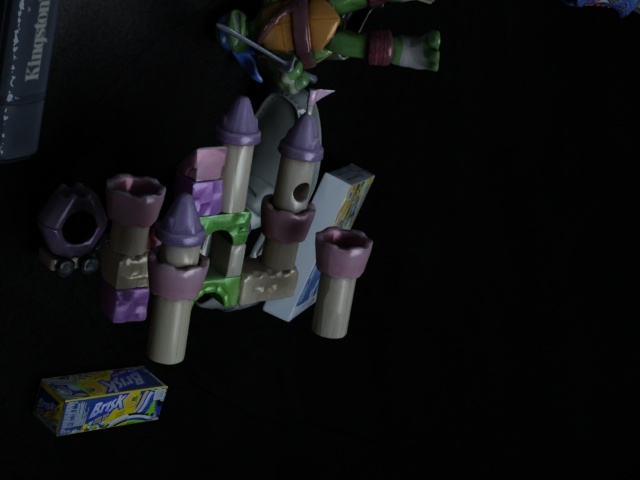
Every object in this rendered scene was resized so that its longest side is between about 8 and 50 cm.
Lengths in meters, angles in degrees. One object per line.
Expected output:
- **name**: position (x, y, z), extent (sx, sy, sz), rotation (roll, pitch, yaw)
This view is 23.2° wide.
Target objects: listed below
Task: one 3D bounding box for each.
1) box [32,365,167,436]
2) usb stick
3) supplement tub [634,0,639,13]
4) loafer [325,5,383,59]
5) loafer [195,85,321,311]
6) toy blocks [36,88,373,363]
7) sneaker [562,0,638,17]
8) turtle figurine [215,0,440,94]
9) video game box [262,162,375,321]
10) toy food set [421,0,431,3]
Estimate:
- **box**: position (-0.283, 0.205, 2.011), extent (0.169, 0.059, 0.054), rotation (-3, 119, -46)
- **usb stick**: position (-0.321, -0.214, 1.681), extent (0.077, 0.045, 0.278), rotation (-10, 123, -43)
- **supplement tub**: position (0.569, -0.431, 2.412), extent (0.144, 0.144, 0.199), rotation (18, 102, -52)
- **loafer**: position (0.058, -0.334, 1.972), extent (0.094, 0.087, 0.251), rotation (15, 105, -51)
- **loafer**: position (-0.085, -0.049, 2.003), extent (0.111, 0.112, 0.319), rotation (-14, 127, -52)
- **toy blocks**: position (-0.130, -0.050, 1.777), extent (0.289, 0.309, 0.260), rotation (-7, 117, -35)
- **sneaker**: position (0.398, -0.385, 2.328), extent (0.087, 0.083, 0.221), rotation (-50, 139, 13)
- **turtle figurine**: position (0.005, -0.273, 1.816), extent (0.266, 0.197, 0.274), rotation (-2, 138, 0)
- **video game box**: position (0.000, 0.000, 2.116), extent (0.205, 0.048, 0.187), rotation (-65, 174, 12)
- **toy food set**: position (0.162, -0.379, 2.109), extent (0.078, 0.019, 0.122), rotation (6, 112, -49)
